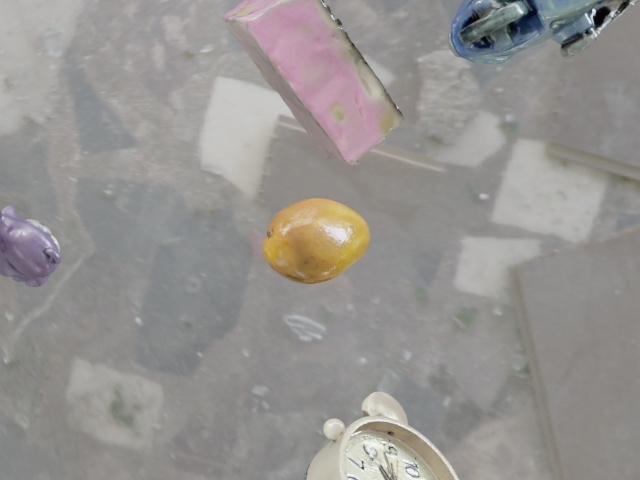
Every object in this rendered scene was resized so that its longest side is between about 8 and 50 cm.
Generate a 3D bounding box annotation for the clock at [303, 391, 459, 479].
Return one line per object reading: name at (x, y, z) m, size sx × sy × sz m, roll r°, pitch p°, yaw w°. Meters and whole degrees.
clock at (0.058, 0.237, 1.120) m, size 0.156 × 0.229 × 0.063 m, roll 23°, pitch 128°, yaw -28°

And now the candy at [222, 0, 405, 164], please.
candy at (-0.008, -0.240, 1.750) m, size 0.116 × 0.155 × 0.265 m, roll -41°, pitch 110°, yaw -8°

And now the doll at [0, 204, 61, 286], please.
doll at (-0.350, 0.001, 1.362) m, size 0.067 × 0.206 × 0.110 m, roll -55°, pitch 136°, yaw -26°

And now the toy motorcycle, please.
toy motorcycle at (0.315, -0.322, 1.752) m, size 0.319 × 0.241 × 0.182 m, roll -28°, pitch 67°, yaw -13°

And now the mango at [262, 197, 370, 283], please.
mango at (0.000, 0.000, 0.853) m, size 0.089 × 0.046 × 0.060 m, roll -8°, pitch 66°, yaw -44°
